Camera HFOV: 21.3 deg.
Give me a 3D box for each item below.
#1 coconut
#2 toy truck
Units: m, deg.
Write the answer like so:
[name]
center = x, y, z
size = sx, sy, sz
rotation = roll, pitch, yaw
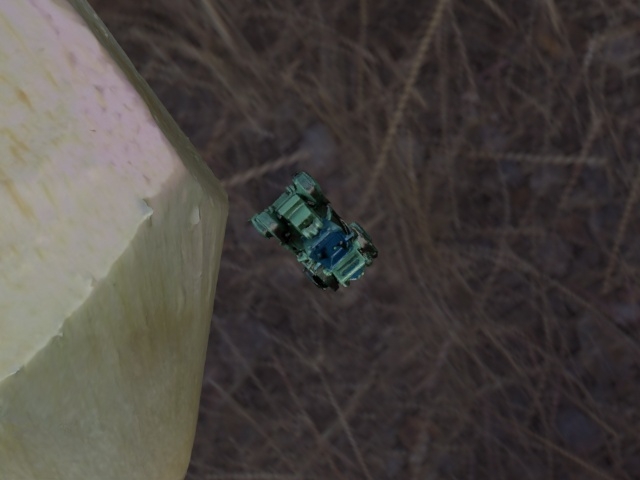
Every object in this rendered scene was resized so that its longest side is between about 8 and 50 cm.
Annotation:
[coconut]
center = -0.137, 0.013, 0.526
size = 0.237, 0.197, 0.237
rotation = 11, 57, -17
[toy truck]
center = 0.001, 0.001, 1.750
size = 0.080, 0.154, 0.078
rotation = -44, 47, 2
